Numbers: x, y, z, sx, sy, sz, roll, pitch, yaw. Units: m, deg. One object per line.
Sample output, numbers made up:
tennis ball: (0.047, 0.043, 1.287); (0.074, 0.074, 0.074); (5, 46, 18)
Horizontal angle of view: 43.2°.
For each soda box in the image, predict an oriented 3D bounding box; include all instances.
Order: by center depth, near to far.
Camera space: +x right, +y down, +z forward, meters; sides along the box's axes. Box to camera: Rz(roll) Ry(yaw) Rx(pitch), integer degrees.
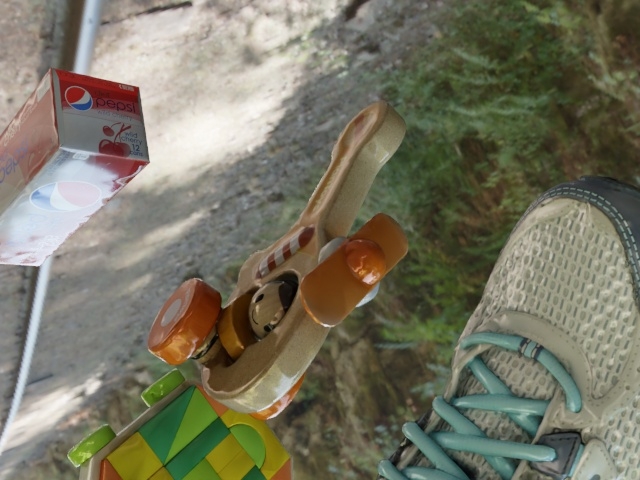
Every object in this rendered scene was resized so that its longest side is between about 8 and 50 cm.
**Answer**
soda box: (-0.272, -0.061, 0.798); (0.092, 0.084, 0.263); (6, 154, -41)

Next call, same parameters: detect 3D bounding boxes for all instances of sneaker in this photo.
sneaker: (0.069, 0.113, 0.311); (0.122, 0.283, 0.110); (6, -169, -40)

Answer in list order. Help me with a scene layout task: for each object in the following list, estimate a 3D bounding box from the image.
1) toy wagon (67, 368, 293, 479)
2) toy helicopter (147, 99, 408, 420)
toy wagon: (-0.169, 0.316, 0.917); (0.068, 0.267, 0.344); (-37, 180, 43)
toy helicopter: (0.000, 0.000, 0.771); (0.235, 0.140, 0.355); (-17, -139, 57)
